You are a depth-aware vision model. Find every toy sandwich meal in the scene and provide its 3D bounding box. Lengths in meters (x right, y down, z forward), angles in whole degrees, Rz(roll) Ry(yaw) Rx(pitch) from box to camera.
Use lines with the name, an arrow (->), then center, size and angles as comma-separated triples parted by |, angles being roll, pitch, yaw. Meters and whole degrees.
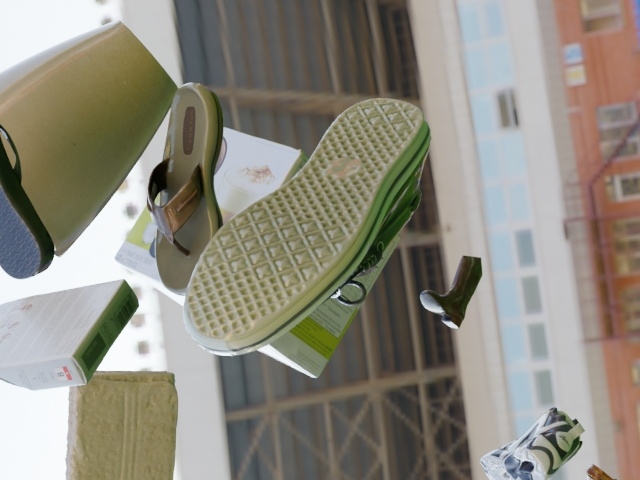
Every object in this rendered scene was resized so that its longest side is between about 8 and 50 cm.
toy sandwich meal -> 0.496, 0.417, 2.456 | 0.029, 0.085, 0.085 | -59, -26, 1

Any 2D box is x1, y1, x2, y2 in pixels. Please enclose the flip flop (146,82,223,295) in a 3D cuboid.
flip flop -> -0.183, -0.067, 1.834 | 0.080, 0.112, 0.277 | 2, -86, -51

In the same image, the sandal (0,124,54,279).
sandal -> -0.385, -0.075, 1.657 | 0.054, 0.097, 0.255 | -30, -82, -58

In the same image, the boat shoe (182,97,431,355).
boat shoe -> 0.000, 0.000, 1.844 | 0.500, 0.186, 0.156 | -50, -33, -42

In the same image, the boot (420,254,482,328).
boot -> 0.201, 0.062, 2.140 | 0.106, 0.037, 0.114 | 45, -115, -44

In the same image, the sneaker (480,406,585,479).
sneaker -> 0.389, 0.369, 2.514 | 0.094, 0.153, 0.235 | 54, 155, 10

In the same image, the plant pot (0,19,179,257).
plant pot -> -0.335, -0.163, 1.914 | 0.256, 0.274, 0.256 | 48, 177, 4

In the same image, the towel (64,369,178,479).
towel -> -0.334, 0.355, 2.362 | 0.187, 0.049, 0.282 | 4, -90, -24

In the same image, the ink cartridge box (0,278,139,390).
ink cartridge box -> -0.302, 0.110, 1.538 | 0.045, 0.179, 0.145 | 64, -150, -24

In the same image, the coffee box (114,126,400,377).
coffee box -> -0.121, 0.011, 2.746 | 0.338, 0.337, 0.334 | 39, -102, -41
